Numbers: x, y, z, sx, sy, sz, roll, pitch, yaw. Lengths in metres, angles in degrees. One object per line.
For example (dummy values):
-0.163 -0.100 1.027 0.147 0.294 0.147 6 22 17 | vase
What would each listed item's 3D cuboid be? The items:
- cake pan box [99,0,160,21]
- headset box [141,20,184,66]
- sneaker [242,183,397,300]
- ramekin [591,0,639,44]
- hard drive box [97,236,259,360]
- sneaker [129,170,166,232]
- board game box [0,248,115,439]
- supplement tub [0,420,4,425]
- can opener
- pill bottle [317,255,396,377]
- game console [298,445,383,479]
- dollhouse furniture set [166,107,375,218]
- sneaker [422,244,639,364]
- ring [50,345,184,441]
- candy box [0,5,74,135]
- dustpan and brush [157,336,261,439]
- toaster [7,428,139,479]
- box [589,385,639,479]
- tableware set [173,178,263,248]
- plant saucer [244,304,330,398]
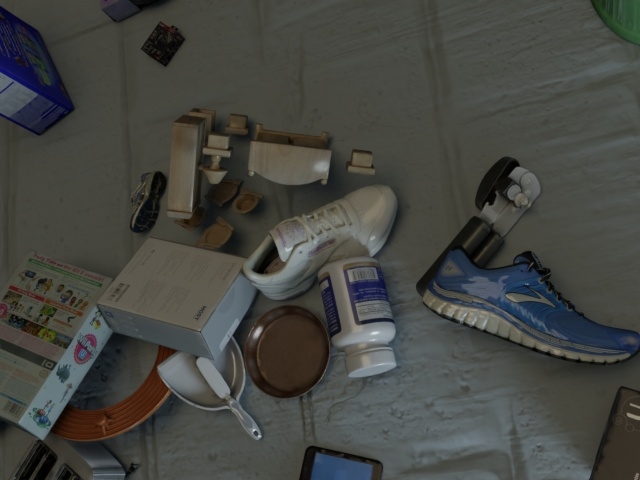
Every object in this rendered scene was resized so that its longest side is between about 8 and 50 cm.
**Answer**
-0.390 -0.647 1.772 0.246 0.070 0.267 -18 70 19 | cake pan box
-0.338 -0.428 1.707 0.062 0.032 0.083 35 90 26 | headset box
0.000 0.000 1.381 0.305 0.152 0.114 -36 63 8 | sneaker
0.584 -0.478 1.271 0.303 0.148 0.303 -6 73 21 | ramekin
-0.257 0.101 1.451 0.232 0.089 0.181 12 50 26 | hard drive box
-0.362 -0.078 1.616 0.058 0.052 0.135 7 71 34 | sneaker
-0.530 0.186 1.477 0.224 0.097 0.303 16 64 25 | board game box
-0.657 0.317 1.591 0.198 0.106 0.106 -38 65 8 | supplement tub
0.264 -0.009 1.329 0.280 0.074 0.093 -53 29 0 | can opener
0.066 0.131 1.338 0.112 0.112 0.186 -18 69 17 | pill bottle
0.016 0.414 1.298 0.144 0.124 0.085 6 104 24 | game console
-0.093 -0.124 1.474 0.355 0.303 0.174 7 107 -2 | dollhouse furniture set
0.330 0.094 1.210 0.330 0.130 0.147 20 88 14 | sneaker
-0.411 0.215 1.498 0.336 0.032 0.336 -8 55 12 | ring
-0.715 -0.405 1.698 0.122 0.317 0.268 -35 65 10 | candy box
-0.176 0.270 1.420 0.147 0.060 0.211 -36 91 -19 | dustpan and brush
-0.469 0.447 1.474 0.168 0.110 0.185 31 89 26 | toaster
0.523 0.311 1.067 0.270 0.165 0.143 17 83 25 | box
-0.194 -0.056 1.511 0.141 0.020 0.168 24 63 38 | tableware set
-0.056 0.200 1.416 0.168 0.029 0.168 -6 72 21 | plant saucer
